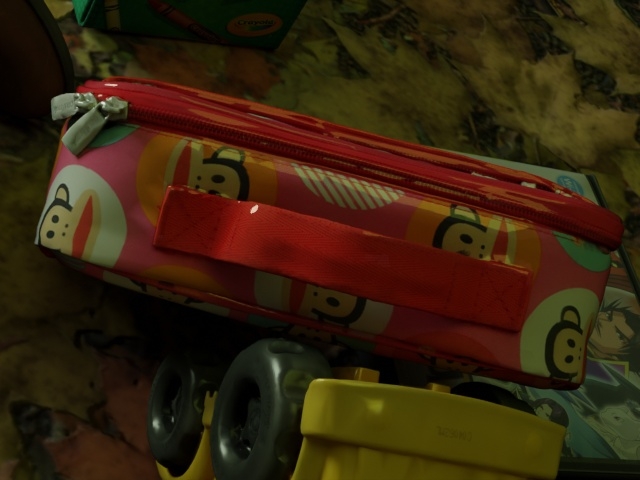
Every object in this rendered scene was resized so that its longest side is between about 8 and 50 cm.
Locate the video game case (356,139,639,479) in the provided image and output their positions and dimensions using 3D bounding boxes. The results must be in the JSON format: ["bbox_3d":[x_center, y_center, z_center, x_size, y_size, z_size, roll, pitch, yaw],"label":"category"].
[{"bbox_3d":[0.131,0.048,0.896,0.248,0.035,0.275,8,49,-27],"label":"video game case"}]

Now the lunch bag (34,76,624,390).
[{"bbox_3d":[0.000,0.000,0.674,0.293,0.120,0.258,14,0,-5],"label":"lunch bag"}]

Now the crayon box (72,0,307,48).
[{"bbox_3d":[-0.127,-0.280,0.989,0.165,0.081,0.278,1,53,-32],"label":"crayon box"}]

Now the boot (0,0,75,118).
[{"bbox_3d":[-0.291,-0.090,0.701,0.264,0.096,0.280,48,47,-28],"label":"boot"}]

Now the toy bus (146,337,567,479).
[{"bbox_3d":[-0.003,0.163,0.626,0.149,0.220,0.211,13,80,-28],"label":"toy bus"}]
